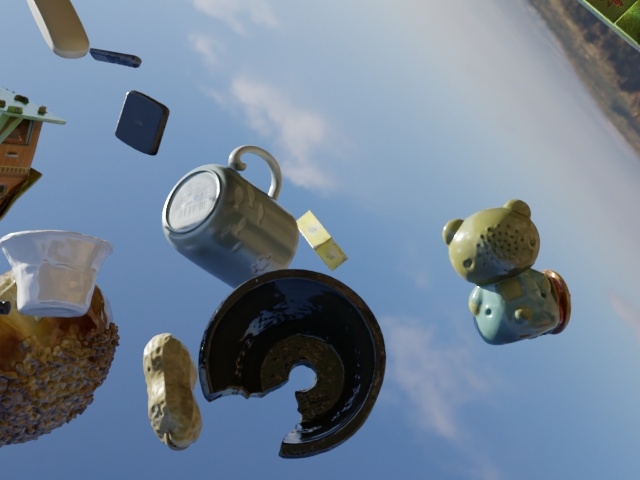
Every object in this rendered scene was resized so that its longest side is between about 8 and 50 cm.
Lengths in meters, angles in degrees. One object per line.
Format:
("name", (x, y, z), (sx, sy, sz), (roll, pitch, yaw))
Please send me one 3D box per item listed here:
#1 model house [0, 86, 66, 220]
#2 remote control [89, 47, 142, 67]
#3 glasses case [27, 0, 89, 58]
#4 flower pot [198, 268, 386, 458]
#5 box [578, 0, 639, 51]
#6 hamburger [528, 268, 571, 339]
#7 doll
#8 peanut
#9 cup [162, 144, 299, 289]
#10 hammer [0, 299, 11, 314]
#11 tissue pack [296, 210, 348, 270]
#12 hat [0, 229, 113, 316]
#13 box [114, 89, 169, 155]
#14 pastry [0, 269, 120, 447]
("model house", (-0.901, -0.232, 1.793), (0.300, 0.324, 0.340), (26, -166, 23))
("remote control", (-0.557, -0.496, 1.919), (0.152, 0.027, 0.043), (15, 167, 17))
("glasses case", (-0.537, -0.453, 1.438), (0.081, 0.051, 0.204), (-16, -112, -34))
("flower pot", (-0.042, 0.264, 1.499), (0.379, 0.379, 0.251), (58, 175, 20))
("box", (0.645, -0.569, 1.525), (0.311, 0.173, 0.043), (51, -164, 22))
("hamburger", (0.480, 0.140, 1.555), (0.115, 0.162, 0.162), (-3, -139, -12))
("doll", (0.352, 0.062, 1.374), (0.161, 0.176, 0.261), (-40, -68, -84))
("peanut", (-0.359, 0.365, 1.712), (0.130, 0.130, 0.290), (26, -138, -48))
("cup", (-0.217, -0.082, 1.791), (0.259, 0.357, 0.274), (9, 161, 39))
("hammer", (-0.445, 0.122, 0.866), (0.065, 0.021, 0.178), (4, -151, 0))
("tissue pack", (0.000, 0.000, 1.951), (0.095, 0.062, 0.176), (51, -179, -35))
("hat", (-0.461, 0.065, 1.229), (0.203, 0.203, 0.126), (23, -121, -52))
("box", (-0.411, -0.273, 1.630), (0.126, 0.125, 0.027), (29, -164, 22))
("pastry", (-0.609, 0.248, 1.484), (0.245, 0.410, 0.409), (34, -169, 29))
